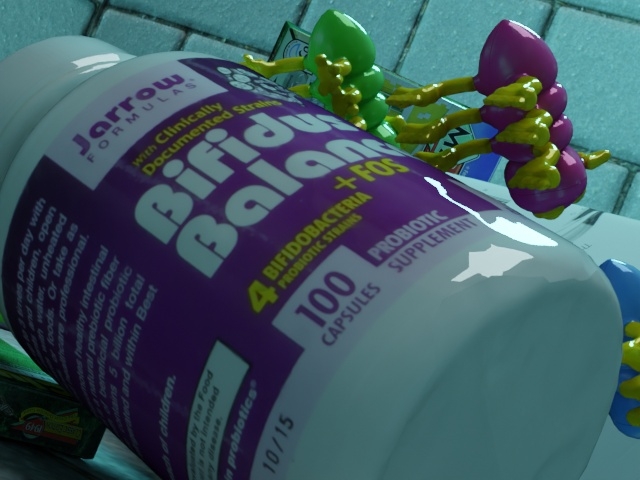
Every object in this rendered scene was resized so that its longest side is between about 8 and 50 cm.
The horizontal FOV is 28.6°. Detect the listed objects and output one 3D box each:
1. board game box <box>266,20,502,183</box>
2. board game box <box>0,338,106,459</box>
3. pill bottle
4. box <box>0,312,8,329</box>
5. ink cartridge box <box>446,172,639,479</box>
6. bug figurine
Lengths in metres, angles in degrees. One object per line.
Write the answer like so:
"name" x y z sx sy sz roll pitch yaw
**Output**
"board game box" 0.000 0.000 1.085 0.214 0.317 0.046 23 13 -12
"board game box" -0.231 0.035 0.548 0.260 0.030 0.136 24 -5 -39
"pill bottle" -0.037 0.017 0.545 0.301 0.169 0.169 32 4 37
"box" -0.253 -0.029 0.727 0.214 0.117 0.243 9 -10 41
"ink cartridge box" 0.115 0.077 0.877 0.307 0.223 0.129 20 -43 52
"bug figurine" 0.067 -0.007 0.612 0.279 0.072 0.216 16 -50 51
